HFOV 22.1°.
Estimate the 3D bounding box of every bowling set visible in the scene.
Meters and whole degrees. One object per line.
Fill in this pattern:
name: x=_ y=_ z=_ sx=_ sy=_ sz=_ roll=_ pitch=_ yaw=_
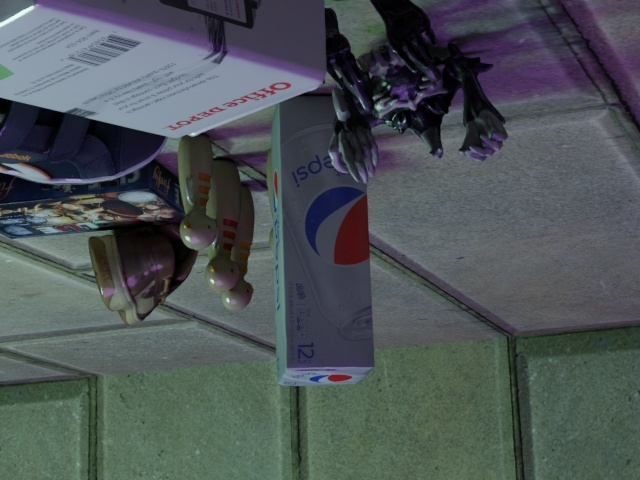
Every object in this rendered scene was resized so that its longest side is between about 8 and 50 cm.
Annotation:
bowling set: x=-0.049 y=-0.020 z=1.871 sx=0.200 sy=0.154 sz=0.287 roll=-4 pitch=167 yaw=11

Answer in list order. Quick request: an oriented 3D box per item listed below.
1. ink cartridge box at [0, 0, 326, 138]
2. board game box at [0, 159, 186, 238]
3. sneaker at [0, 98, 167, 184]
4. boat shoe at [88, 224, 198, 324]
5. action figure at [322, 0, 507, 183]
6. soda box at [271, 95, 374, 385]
ink cartridge box: x=-0.158 y=-0.177 z=1.283 sx=0.273 sy=0.115 sz=0.198 roll=11 pitch=162 yaw=-42
board game box: x=-0.290 y=-0.048 z=1.954 sx=0.243 sy=0.042 sz=0.165 roll=-5 pitch=166 yaw=14
sneaker: x=-0.275 y=-0.124 z=1.464 sx=0.321 sy=0.126 sz=0.127 roll=6 pitch=170 yaw=-24
boat shoe: x=-0.215 y=0.032 z=2.128 sx=0.123 sy=0.123 sz=0.342 roll=-17 pitch=174 yaw=-1
action figure: x=0.076 y=-0.124 z=1.493 sx=0.164 sy=0.141 sz=0.276 roll=-18 pitch=161 yaw=13
soda box: x=0.000 y=0.000 z=1.674 sx=0.091 sy=0.286 sz=0.098 roll=0 pitch=165 yaw=-7
